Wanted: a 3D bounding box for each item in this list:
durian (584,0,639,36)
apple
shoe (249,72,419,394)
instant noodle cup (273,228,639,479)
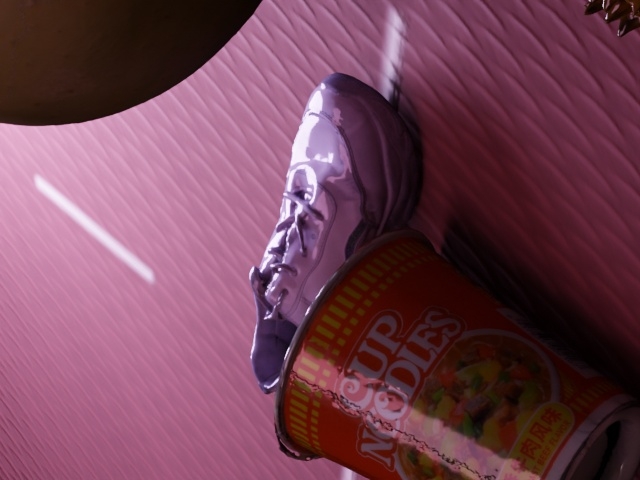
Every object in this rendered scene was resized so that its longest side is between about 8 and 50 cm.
[{"bbox_3d":[0.188,-0.181,1.102,0.252,0.139,0.144,52,-171,15],"label":"durian"},{"bbox_3d":[-0.167,-0.257,1.312,0.357,0.357,0.357,33,137,37],"label":"apple"},{"bbox_3d":[0.000,0.000,1.453,0.095,0.137,0.245,24,132,37],"label":"shoe"},{"bbox_3d":[0.106,0.121,1.380,0.212,0.193,0.193,30,136,29],"label":"instant noodle cup"}]
